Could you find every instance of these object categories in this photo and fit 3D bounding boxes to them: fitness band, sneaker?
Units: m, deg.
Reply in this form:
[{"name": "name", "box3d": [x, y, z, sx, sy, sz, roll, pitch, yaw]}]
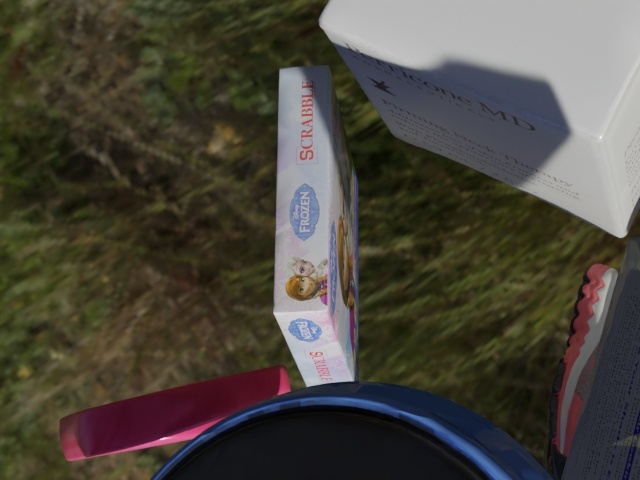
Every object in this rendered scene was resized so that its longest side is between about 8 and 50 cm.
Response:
[{"name": "fitness band", "box3d": [-0.139, 0.170, 1.421, 0.291, 0.209, 0.054, 149, 109, -68]}, {"name": "sneaker", "box3d": [0.327, 0.154, 1.619, 0.136, 0.314, 0.116, 12, 141, 14]}]

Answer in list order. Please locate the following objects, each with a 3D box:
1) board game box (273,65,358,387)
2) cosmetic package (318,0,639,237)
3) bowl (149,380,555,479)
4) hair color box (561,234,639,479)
[{"name": "board game box", "box3d": [0.000, 0.000, 1.837, 0.065, 0.319, 0.318, -3, 156, 7]}, {"name": "cosmetic package", "box3d": [0.248, -0.251, 1.640, 0.329, 0.327, 0.393, 26, 174, 19]}, {"name": "bowl", "box3d": [0.010, 0.291, 1.021, 0.391, 0.077, 0.391, -5, 78, 22]}, {"name": "hair color box", "box3d": [0.209, 0.097, 0.751, 0.110, 0.339, 0.185, 15, 91, 3]}]
